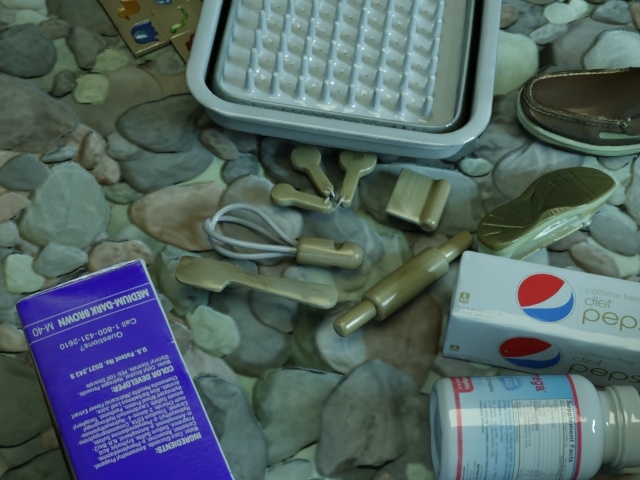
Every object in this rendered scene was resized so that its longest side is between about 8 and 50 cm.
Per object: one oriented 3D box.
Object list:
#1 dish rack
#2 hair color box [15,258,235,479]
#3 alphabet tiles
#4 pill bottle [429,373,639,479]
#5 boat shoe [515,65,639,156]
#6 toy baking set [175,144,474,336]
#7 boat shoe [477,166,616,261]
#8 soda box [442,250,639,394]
[{"bbox_3d":[0.030,-0.216,1.285,0.286,0.072,0.332,9,56,1],"label":"dish rack"},{"bbox_3d":[-0.112,0.206,0.945,0.110,0.185,0.338,-21,59,-14],"label":"hair color box"},{"bbox_3d":[-0.138,-0.280,1.370,0.198,0.009,0.237,-25,61,-17],"label":"alphabet tiles"},{"bbox_3d":[0.170,0.150,1.044,0.160,0.087,0.087,-2,57,-3],"label":"pill bottle"},{"bbox_3d":[0.316,-0.136,1.230,0.258,0.095,0.095,4,57,2],"label":"boat shoe"},{"bbox_3d":[0.006,0.003,1.176,0.197,0.030,0.256,35,56,27],"label":"toy baking set"},{"bbox_3d":[0.203,-0.019,1.188,0.153,0.048,0.056,-31,50,-27],"label":"boat shoe"},{"bbox_3d":[0.216,0.072,1.104,0.216,0.074,0.069,10,57,6],"label":"soda box"}]
